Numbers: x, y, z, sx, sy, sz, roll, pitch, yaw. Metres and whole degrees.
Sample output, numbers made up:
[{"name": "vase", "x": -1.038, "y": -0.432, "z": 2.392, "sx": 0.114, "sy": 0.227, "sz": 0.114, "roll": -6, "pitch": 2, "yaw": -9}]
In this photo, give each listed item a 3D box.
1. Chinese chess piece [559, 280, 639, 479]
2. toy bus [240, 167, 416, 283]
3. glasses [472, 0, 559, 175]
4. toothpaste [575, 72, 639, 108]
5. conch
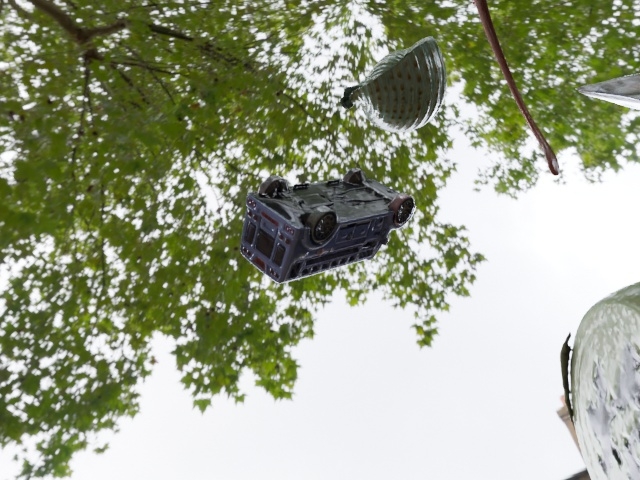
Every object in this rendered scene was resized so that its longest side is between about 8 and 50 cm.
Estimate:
[{"name": "Chinese chess piece", "x": 0.405, "y": 0.211, "z": 0.628, "sx": 0.146, "sy": 0.349, "sz": 0.349, "roll": -7, "pitch": -68, "yaw": -3}, {"name": "toy bus", "x": 0.010, "y": -0.016, "z": 0.521, "sx": 0.073, "sy": 0.167, "sz": 0.076, "roll": 35, "pitch": -60, "yaw": 34}, {"name": "glasses", "x": 0.266, "y": -0.212, "z": 0.530, "sx": 0.234, "sy": 0.118, "sz": 0.268, "roll": -17, "pitch": -93, "yaw": 39}, {"name": "toothpaste", "x": 0.493, "y": -0.224, "z": 0.866, "sx": 0.100, "sy": 0.323, "sz": 0.066, "roll": 27, "pitch": -60, "yaw": 38}, {"name": "conch", "x": 0.136, "y": -0.243, "z": 0.967, "sx": 0.200, "sy": 0.172, "sz": 0.131, "roll": -44, "pitch": -70, "yaw": -25}]
